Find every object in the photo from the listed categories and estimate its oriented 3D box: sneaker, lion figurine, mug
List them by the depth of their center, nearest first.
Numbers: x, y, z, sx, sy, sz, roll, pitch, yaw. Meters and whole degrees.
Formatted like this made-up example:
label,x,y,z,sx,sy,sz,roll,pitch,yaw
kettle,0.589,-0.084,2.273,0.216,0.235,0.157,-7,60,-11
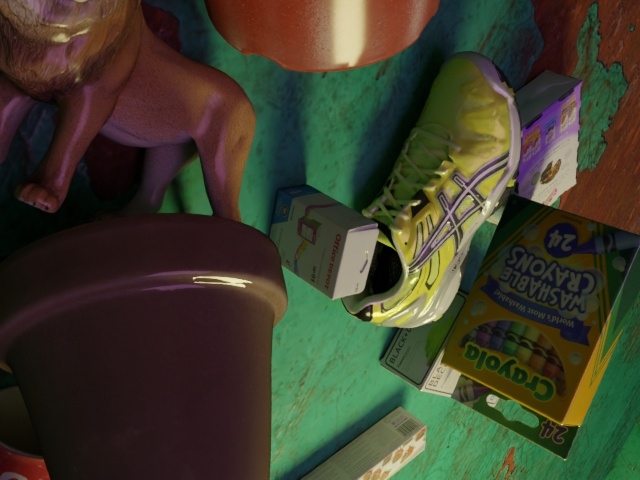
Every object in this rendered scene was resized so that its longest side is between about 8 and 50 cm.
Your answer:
label,x,y,z,sx,sy,sz,roll,pitch,yaw
lion figurine,-0.151,-0.123,0.666,0.240,0.142,0.392,-66,156,-4
mug,-0.276,0.242,0.766,0.150,0.113,0.169,4,114,-47
sneaker,0.140,-0.050,1.001,0.147,0.145,0.384,-6,117,-46

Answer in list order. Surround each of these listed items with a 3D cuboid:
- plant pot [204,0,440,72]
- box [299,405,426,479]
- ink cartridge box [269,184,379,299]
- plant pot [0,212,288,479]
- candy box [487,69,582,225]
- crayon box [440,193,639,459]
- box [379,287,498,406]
label,x,y,z,sx,sy,sz,roll,pitch,yaw
plant pot,-0.002,-0.285,0.563,0.272,0.272,0.265,-39,152,-24
box,0.039,0.379,1.235,0.324,0.067,0.063,-29,133,-34
ink cartridge box,0.000,0.000,0.895,0.052,0.122,0.088,-12,122,-43
plant pot,-0.139,0.135,0.663,0.263,0.229,0.263,-13,158,-5
candy box,0.326,-0.135,1.206,0.165,0.070,0.196,-37,136,-26
crayon box,0.309,0.118,1.108,0.083,0.203,0.323,18,94,-51
box,0.237,0.175,1.299,0.290,0.087,0.169,26,93,-52
